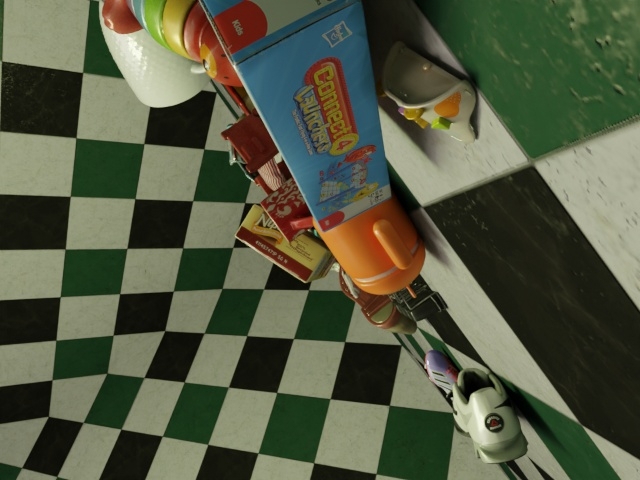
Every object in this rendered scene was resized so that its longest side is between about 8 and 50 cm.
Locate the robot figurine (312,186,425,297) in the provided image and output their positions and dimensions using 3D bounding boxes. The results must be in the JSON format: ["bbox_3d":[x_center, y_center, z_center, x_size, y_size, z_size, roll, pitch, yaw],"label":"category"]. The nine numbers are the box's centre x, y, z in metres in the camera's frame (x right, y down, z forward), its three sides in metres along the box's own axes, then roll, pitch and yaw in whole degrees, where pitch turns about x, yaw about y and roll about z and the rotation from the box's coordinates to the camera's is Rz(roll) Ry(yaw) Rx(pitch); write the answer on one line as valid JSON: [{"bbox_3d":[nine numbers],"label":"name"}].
[{"bbox_3d":[0.074,-0.011,0.851,0.158,0.128,0.219,-15,119,41],"label":"robot figurine"}]

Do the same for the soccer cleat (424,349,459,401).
[{"bbox_3d":[0.375,0.400,1.551,0.248,0.083,0.095,59,147,-6],"label":"soccer cleat"}]

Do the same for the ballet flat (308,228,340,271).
[{"bbox_3d":[0.000,0.000,1.694,0.147,0.147,0.409,52,180,33],"label":"ballet flat"}]

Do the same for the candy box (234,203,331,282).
[{"bbox_3d":[-0.063,0.010,1.316,0.182,0.088,0.316,33,-178,7],"label":"candy box"}]

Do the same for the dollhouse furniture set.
[{"bbox_3d":[-0.143,-0.255,1.202,0.374,0.152,0.201,52,177,30],"label":"dollhouse furniture set"}]

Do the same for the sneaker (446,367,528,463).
[{"bbox_3d":[0.317,0.315,1.126,0.330,0.122,0.147,67,-175,-83],"label":"sneaker"}]

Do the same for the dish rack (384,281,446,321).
[{"bbox_3d":[0.129,0.039,1.151,0.272,0.074,0.208,56,176,-1],"label":"dish rack"}]

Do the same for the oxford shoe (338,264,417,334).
[{"bbox_3d":[0.151,0.141,1.567,0.130,0.123,0.348,33,-162,-33],"label":"oxford shoe"}]

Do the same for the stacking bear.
[{"bbox_3d":[-0.177,-0.332,0.841,0.289,0.164,0.175,42,148,20],"label":"stacking bear"}]

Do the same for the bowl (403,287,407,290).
[{"bbox_3d":[0.134,0.076,1.403,0.170,0.080,0.170,53,178,2],"label":"bowl"}]

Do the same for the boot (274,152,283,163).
[{"bbox_3d":[-0.040,-0.171,1.407,0.123,0.095,0.258,40,175,21],"label":"boot"}]

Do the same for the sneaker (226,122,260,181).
[{"bbox_3d":[-0.155,-0.199,1.446,0.261,0.104,0.125,22,-112,-57],"label":"sneaker"}]

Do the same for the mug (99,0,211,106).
[{"bbox_3d":[-0.476,-0.613,1.732,0.373,0.276,0.328,18,151,27],"label":"mug"}]

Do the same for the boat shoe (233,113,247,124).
[{"bbox_3d":[-0.154,-0.295,1.563,0.104,0.110,0.307,50,-173,-1],"label":"boat shoe"}]

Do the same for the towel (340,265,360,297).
[{"bbox_3d":[0.077,0.033,1.467,0.144,0.029,0.197,59,-156,-57],"label":"towel"}]

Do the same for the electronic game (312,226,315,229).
[{"bbox_3d":[-0.028,-0.100,1.372,0.229,0.048,0.229,23,152,13],"label":"electronic game"}]

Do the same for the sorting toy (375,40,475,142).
[{"bbox_3d":[0.088,-0.104,0.441,0.075,0.045,0.083,29,-164,-45],"label":"sorting toy"}]

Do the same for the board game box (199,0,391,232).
[{"bbox_3d":[-0.050,-0.197,0.521,0.302,0.086,0.308,63,-179,20],"label":"board game box"}]

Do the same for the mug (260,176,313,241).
[{"bbox_3d":[-0.016,-0.081,1.038,0.113,0.169,0.150,55,178,-8],"label":"mug"}]
